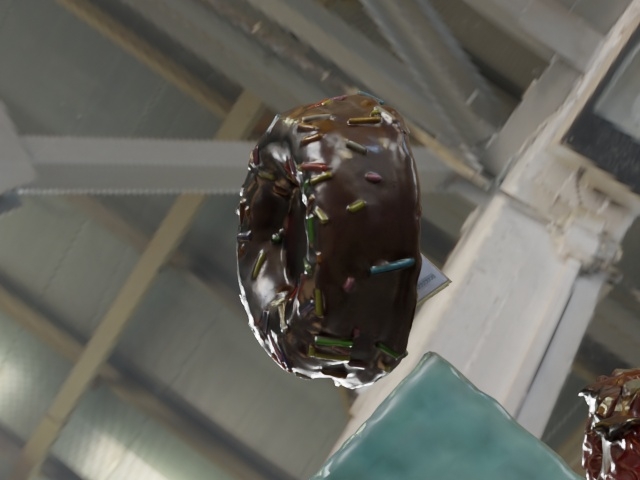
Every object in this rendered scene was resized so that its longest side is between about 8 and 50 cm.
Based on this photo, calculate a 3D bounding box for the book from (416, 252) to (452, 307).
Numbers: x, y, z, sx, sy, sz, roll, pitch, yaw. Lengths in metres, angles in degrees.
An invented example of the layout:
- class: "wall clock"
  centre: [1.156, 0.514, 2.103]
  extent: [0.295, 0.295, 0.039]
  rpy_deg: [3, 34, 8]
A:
- class: "book"
  centre: [0.047, 0.022, 1.646]
  extent: [0.181, 0.127, 0.014]
  rpy_deg: [42, -36, 22]

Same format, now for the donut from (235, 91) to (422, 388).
- class: "donut"
  centre: [0.000, 0.000, 1.085]
  extent: [0.089, 0.235, 0.235]
  rpy_deg: [0, -51, -23]

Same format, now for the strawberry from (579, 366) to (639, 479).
- class: "strawberry"
  centre: [0.330, 0.204, 1.093]
  extent: [0.261, 0.261, 0.258]
  rpy_deg: [-3, -83, 26]

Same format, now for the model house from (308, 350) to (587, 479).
- class: "model house"
  centre: [0.045, 0.237, 0.547]
  extent: [0.280, 0.249, 0.230]
  rpy_deg: [41, -18, 10]
